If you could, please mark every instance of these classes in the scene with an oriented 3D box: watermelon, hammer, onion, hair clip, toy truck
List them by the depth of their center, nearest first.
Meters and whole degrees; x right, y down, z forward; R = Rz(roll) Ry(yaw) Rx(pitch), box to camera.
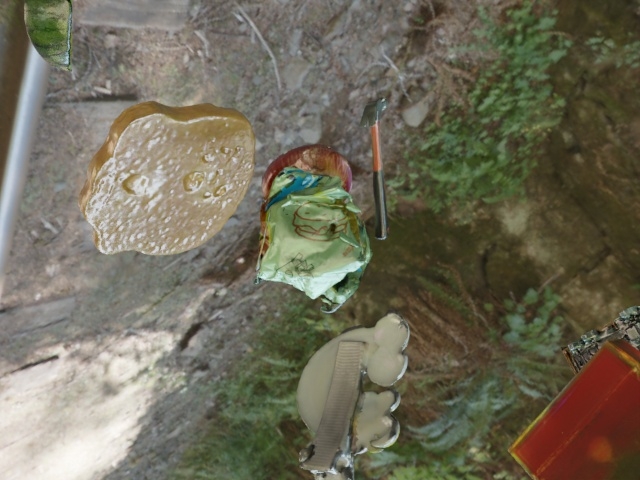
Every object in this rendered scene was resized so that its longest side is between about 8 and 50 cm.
[{"bbox_3d":[0.026,0.147,0.577,0.049,0.116,0.172,59,37,-42],"label":"hair clip"},{"bbox_3d":[-0.421,-0.359,0.965,0.092,0.075,0.182,-39,147,-60],"label":"watermelon"},{"bbox_3d":[0.520,0.177,1.006,0.115,0.080,0.178,-1,147,-31],"label":"toy truck"},{"bbox_3d":[0.120,-0.144,1.218,0.111,0.033,0.288,-40,128,-61],"label":"hammer"},{"bbox_3d":[-0.023,-0.115,1.406,0.229,0.164,0.230,-20,151,-11],"label":"onion"}]

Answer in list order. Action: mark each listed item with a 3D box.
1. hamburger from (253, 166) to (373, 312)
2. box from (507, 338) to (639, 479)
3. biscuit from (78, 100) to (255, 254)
[{"bbox_3d":[0.008,-0.003,1.182,0.150,0.275,0.261,-9,-121,64],"label":"hamburger"},{"bbox_3d":[0.400,0.288,0.666,0.089,0.313,0.198,11,119,-50],"label":"box"},{"bbox_3d":[-0.304,-0.118,1.211,0.364,0.062,0.385,-6,139,-43],"label":"biscuit"}]
